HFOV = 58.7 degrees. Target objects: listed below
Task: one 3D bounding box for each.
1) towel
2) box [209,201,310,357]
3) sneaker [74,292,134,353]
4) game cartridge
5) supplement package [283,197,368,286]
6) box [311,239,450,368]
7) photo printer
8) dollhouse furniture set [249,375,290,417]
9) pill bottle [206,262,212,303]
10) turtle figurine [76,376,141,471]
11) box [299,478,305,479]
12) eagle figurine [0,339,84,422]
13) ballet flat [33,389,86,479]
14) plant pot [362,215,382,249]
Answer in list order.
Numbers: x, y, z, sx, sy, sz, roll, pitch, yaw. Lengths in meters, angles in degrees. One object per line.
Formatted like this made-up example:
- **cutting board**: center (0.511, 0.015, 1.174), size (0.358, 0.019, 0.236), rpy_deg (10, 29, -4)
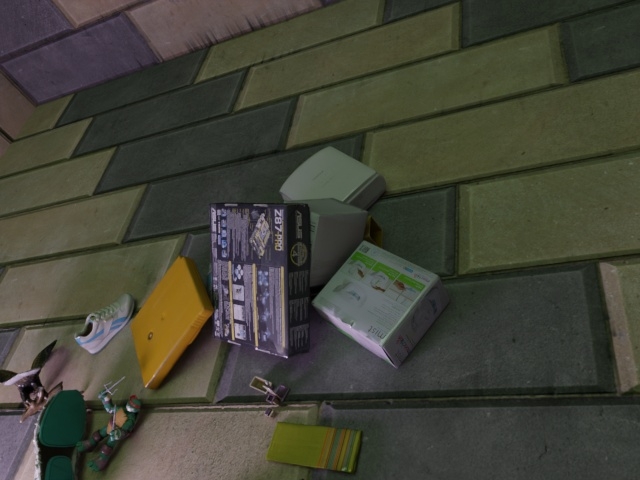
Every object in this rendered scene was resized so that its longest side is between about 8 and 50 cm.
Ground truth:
- **towel**: center (-0.016, 0.490, 1.354), size (0.237, 0.021, 0.102), rpy_deg (-4, 46, 29)
- **box**: center (-0.172, 0.093, 1.546), size (0.318, 0.097, 0.395), rpy_deg (3, 96, 44)
- **sneaker**: center (-0.721, 0.267, 1.916), size (0.087, 0.092, 0.228), rpy_deg (17, 62, 41)
- **game cartridge**: center (-0.457, 0.238, 1.730), size (0.323, 0.053, 0.285), rpy_deg (-51, 41, 14)
- **supplement package**: center (0.000, 0.000, 1.581), size (0.149, 0.194, 0.203), rpy_deg (25, 112, 42)
- **box**: center (0.151, 0.156, 1.463), size (0.262, 0.127, 0.231), rpy_deg (26, 70, 42)
- **photo printer**: center (0.024, -0.170, 1.836), size (0.256, 0.107, 0.307), rpy_deg (-43, 44, -9)
- **dollhouse furniture set**: center (-0.159, 0.391, 1.478), size (0.114, 0.081, 0.091), rpy_deg (12, 60, 38)
- **pill bottle**: center (-0.311, 0.137, 1.786), size (0.087, 0.087, 0.160), rpy_deg (-26, 44, 9)
- **turtle figurine**: center (-0.578, 0.515, 1.599), size (0.234, 0.118, 0.175), rpy_deg (-55, 37, -2)
- **box**: center (-0.051, 0.585, 1.266), size (0.083, 0.052, 0.062), rpy_deg (-35, 45, -2)
- **eagle figurine**: center (-0.942, 0.445, 1.831), size (0.298, 0.226, 0.225), rpy_deg (38, 98, 40)
- **ballet flat**: center (-0.759, 0.622, 1.611), size (0.147, 0.147, 0.409), rpy_deg (-25, 44, 10)
- **plant pot**: center (0.126, -0.009, 1.660), size (0.083, 0.081, 0.081), rpy_deg (-17, 46, 27)
